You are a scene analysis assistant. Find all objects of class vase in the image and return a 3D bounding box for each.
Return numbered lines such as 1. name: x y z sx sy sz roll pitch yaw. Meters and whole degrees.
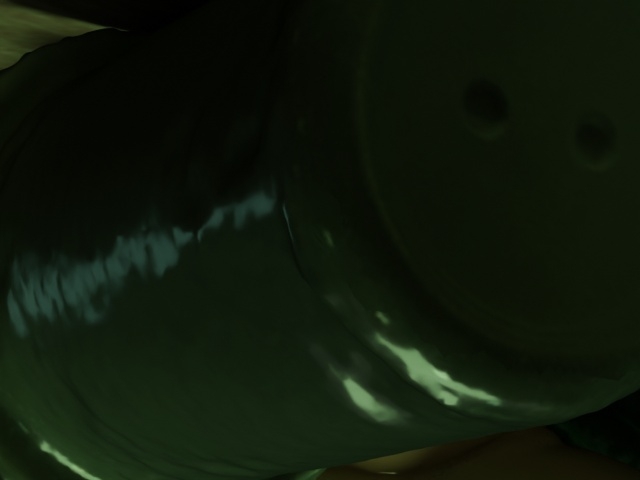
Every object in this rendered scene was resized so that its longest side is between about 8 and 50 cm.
1. vase: 0.000 0.000 0.646 0.245 0.245 0.291 7 168 -32

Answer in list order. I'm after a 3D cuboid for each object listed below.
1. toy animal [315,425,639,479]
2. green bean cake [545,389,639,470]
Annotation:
1. toy animal: 0.051 0.126 1.048 0.277 0.247 0.345 -7 -168 -28
2. green bean cake: 0.303 0.080 1.167 0.308 0.169 0.300 -31 152 -34
